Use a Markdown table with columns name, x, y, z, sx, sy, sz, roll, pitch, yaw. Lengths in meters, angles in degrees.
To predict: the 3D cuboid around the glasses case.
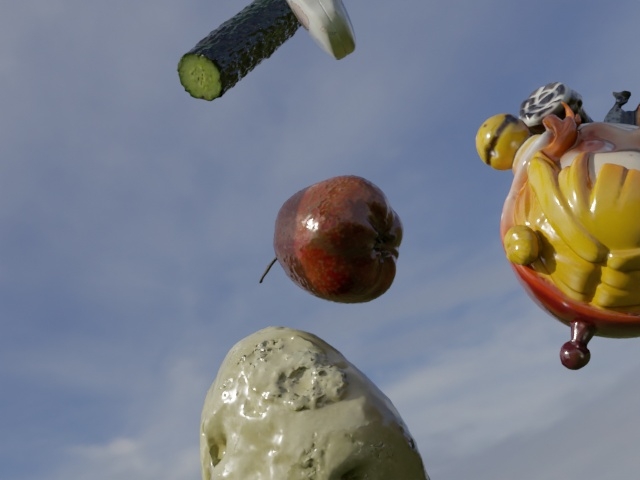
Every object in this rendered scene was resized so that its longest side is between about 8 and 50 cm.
| name | x | y | z | sx | sy | sz | roll | pitch | yaw |
| --- | --- | --- | --- | --- | --- | --- | --- | --- | --- |
| glasses case | -0.017 | -0.219 | 1.083 | 0.041 | 0.164 | 0.063 | -30 | -25 | 2 |

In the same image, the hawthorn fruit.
| name | x | y | z | sx | sy | sz | roll | pitch | yaw |
| --- | --- | --- | --- | --- | --- | --- | --- | --- | --- |
| hawthorn fruit | 0.000 | 0.000 | 1.649 | 0.203 | 0.162 | 0.162 | 3 | -5 | 34 |

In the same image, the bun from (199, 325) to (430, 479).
| name | x | y | z | sx | sy | sz | roll | pitch | yaw |
| --- | --- | --- | --- | --- | --- | --- | --- | --- | --- |
| bun | -0.025 | 0.283 | 1.526 | 0.234 | 0.362 | 0.326 | -27 | 6 | -21 |

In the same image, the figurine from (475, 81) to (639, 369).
| name | x | y | z | sx | sy | sz | roll | pitch | yaw |
| --- | --- | --- | --- | --- | --- | --- | --- | --- | --- |
| figurine | 0.298 | -0.024 | 1.310 | 0.323 | 0.320 | 0.196 | -55 | -20 | -55 |

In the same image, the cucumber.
| name | x | y | z | sx | sy | sz | roll | pitch | yaw |
| --- | --- | --- | --- | --- | --- | --- | --- | --- | --- |
| cucumber | -0.071 | -0.258 | 1.583 | 0.067 | 0.067 | 0.293 | -42 | 4 | 45 |
